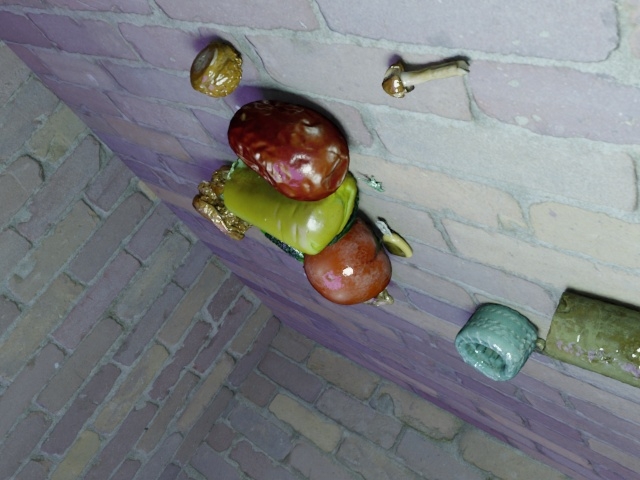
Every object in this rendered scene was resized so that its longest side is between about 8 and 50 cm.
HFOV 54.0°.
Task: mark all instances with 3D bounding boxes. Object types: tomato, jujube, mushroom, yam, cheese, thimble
[{"bbox_3d":[0.070,0.060,1.805,0.264,0.265,0.265,32,163,11],"label":"tomato"},{"bbox_3d":[-0.077,-0.220,1.492,0.318,0.223,0.223,29,163,33],"label":"jujube"},{"bbox_3d":[0.178,-0.285,1.072,0.187,0.060,0.061,0,127,50],"label":"mushroom"},{"bbox_3d":[0.626,0.217,1.374,0.304,0.168,0.168,17,155,45],"label":"yam"},{"bbox_3d":[0.203,-0.008,1.804,0.086,0.036,0.162,18,157,42],"label":"cheese"},{"bbox_3d":[0.507,0.291,1.795,0.198,0.143,0.235,49,157,-13],"label":"thimble"}]

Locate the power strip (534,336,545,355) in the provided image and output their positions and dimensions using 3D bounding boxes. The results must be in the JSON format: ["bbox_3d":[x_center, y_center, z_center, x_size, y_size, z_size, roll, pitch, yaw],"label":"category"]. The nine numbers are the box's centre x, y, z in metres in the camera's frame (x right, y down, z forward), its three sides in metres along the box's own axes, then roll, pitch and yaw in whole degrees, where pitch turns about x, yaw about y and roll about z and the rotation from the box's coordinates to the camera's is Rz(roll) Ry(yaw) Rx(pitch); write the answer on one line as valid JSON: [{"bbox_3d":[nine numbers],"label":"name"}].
[{"bbox_3d":[0.601,0.298,1.878,0.168,0.028,0.076,15,154,50],"label":"power strip"}]

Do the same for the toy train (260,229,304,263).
[{"bbox_3d":[-0.072,-0.054,1.953,0.243,0.188,0.132,38,162,-5],"label":"toy train"}]

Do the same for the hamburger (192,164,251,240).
[{"bbox_3d":[-0.291,-0.121,2.156,0.260,0.211,0.245,33,172,29],"label":"hamburger"}]

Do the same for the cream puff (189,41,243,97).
[{"bbox_3d":[-0.237,-0.392,1.465,0.103,0.126,0.144,27,179,-34],"label":"cream puff"}]

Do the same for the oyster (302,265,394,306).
[{"bbox_3d":[0.106,0.077,2.092,0.361,0.096,0.221,30,140,12],"label":"oyster"}]

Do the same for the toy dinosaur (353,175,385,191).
[{"bbox_3d":[0.130,-0.145,1.602,0.083,0.021,0.062,25,174,27],"label":"toy dinosaur"}]

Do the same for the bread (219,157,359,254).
[{"bbox_3d":[-0.078,-0.127,1.690,0.376,0.251,0.208,29,146,29],"label":"bread"}]
